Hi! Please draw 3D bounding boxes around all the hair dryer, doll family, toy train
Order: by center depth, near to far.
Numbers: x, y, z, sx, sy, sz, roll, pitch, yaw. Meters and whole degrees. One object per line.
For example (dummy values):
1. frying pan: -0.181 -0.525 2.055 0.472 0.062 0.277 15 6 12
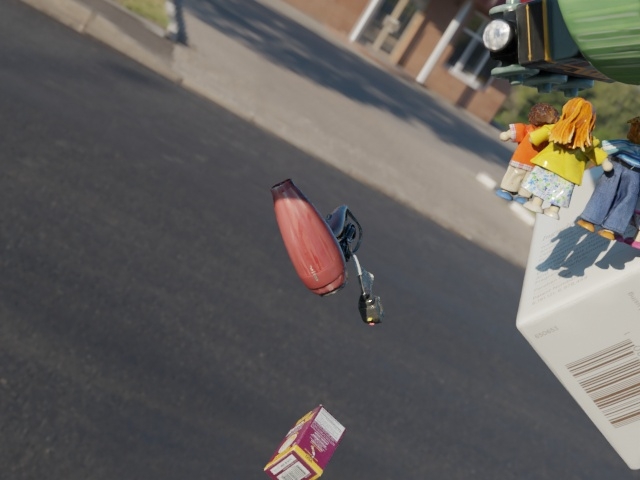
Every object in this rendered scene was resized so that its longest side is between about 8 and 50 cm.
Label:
1. doll family: 0.363 -0.094 1.339 0.263 0.163 0.118 20 8 -4
2. hair dryer: 0.000 0.000 1.668 0.293 0.080 0.223 48 21 -49
3. toy train: 0.407 -0.315 1.669 0.190 0.142 0.334 -2 -1 43

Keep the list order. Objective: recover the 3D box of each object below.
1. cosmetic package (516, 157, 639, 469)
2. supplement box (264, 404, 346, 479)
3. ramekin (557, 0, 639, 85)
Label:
1. cosmetic package: 0.543 0.069 1.610 0.329 0.327 0.393 49 33 -16
2. supplement box: -0.015 0.225 1.118 0.043 0.055 0.083 45 33 -4
3. ramekin: 0.398 -0.314 1.158 0.303 0.303 0.148 23 -12 -35
